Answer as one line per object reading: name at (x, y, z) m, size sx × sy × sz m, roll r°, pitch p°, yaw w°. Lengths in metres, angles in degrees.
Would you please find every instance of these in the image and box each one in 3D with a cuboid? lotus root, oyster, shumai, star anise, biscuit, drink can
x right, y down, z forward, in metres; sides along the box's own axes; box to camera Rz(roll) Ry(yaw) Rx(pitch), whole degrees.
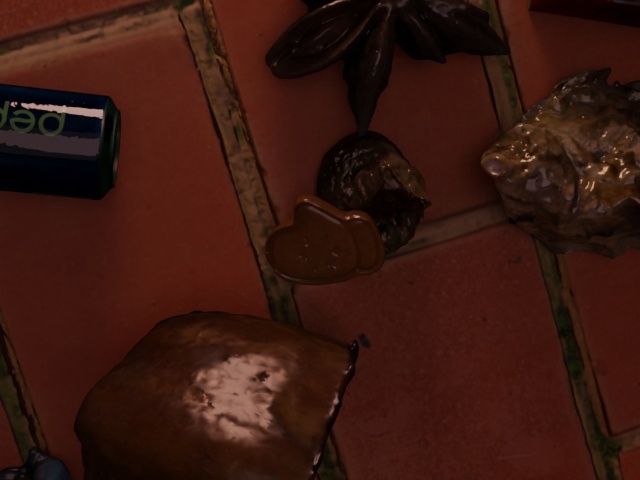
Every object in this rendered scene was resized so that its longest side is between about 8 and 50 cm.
lotus root at (-0.111, 0.215, 1.012) m, size 0.249 × 0.316 × 0.316 m, roll 22°, pitch 91°, yaw 9°
oyster at (0.356, -0.093, 1.106) m, size 0.351 × 0.115 × 0.238 m, roll -3°, pitch 95°, yaw -8°
shumai at (0.060, -0.061, 1.082) m, size 0.123 × 0.105 × 0.139 m, roll -19°, pitch 72°, yaw -3°
star anise at (0.078, -0.273, 1.058) m, size 0.315 × 0.108 × 0.316 m, roll -1°, pitch 95°, yaw -12°
biscuit at (0.000, 0.001, 1.072) m, size 0.140 × 0.023 × 0.118 m, roll -15°, pitch 120°, yaw 18°
drink can at (-0.322, -0.109, 1.004) m, size 0.204 × 0.118 × 0.118 m, roll 5°, pitch 94°, yaw -10°

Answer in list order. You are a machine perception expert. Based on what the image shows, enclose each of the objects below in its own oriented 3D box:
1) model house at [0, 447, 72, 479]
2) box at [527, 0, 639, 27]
model house at (-0.347, 0.395, 0.956) m, size 0.237 × 0.303 × 0.216 m, roll -23°, pitch 104°, yaw -7°
box at (0.347, -0.290, 1.091) m, size 0.175 × 0.112 × 0.048 m, roll 7°, pitch 92°, yaw -10°
